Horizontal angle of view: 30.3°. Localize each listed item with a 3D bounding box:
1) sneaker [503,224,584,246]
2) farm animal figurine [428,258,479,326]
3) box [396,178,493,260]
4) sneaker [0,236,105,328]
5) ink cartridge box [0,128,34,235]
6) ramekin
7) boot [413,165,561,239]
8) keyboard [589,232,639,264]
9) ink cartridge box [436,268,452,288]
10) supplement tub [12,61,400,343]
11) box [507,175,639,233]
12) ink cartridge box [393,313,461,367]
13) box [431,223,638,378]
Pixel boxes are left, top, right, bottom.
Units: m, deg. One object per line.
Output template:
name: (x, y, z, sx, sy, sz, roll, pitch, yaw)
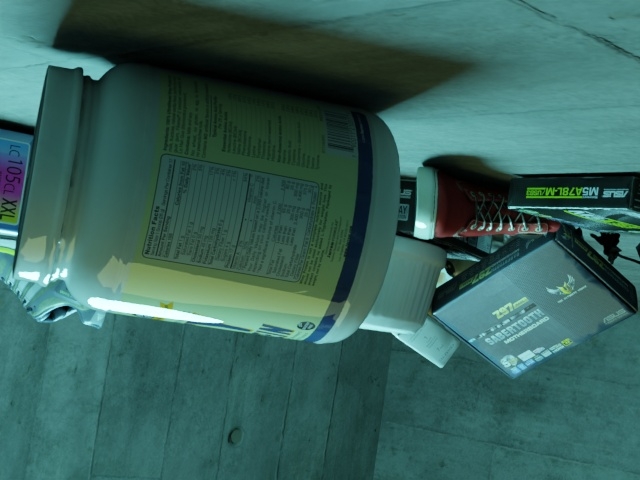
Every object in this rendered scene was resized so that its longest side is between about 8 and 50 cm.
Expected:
sneaker: (0.333, 0.006, 1.750, 0.094, 0.153, 0.235, -20, 126, 24)
farm animal figurine: (0.322, 0.068, 2.145, 0.326, 0.172, 0.330, -4, 177, -42)
box: (0.095, -0.033, 1.754, 0.242, 0.077, 0.307, 6, 174, 29)
sneaker: (-0.449, 0.064, 1.847, 0.299, 0.121, 0.111, 8, 176, 28)
ink cartridge box: (-0.352, -0.059, 1.786, 0.395, 0.151, 0.270, 12, 176, -28)
ramekin: (0.040, 0.057, 1.694, 0.272, 0.127, 0.273, 10, 174, 1)
boot: (0.208, -0.039, 1.461, 0.176, 0.088, 0.244, 7, -177, 13)
keyboard: (0.484, 0.035, 1.667, 0.201, 0.033, 0.317, 21, -167, 5)
ink cartridge box: (0.234, 0.105, 2.649, 0.384, 0.161, 0.279, 6, 175, 25)
supplement tub: (-0.111, -0.037, 1.116, 0.324, 0.236, 0.235, 10, 175, -15)
box: (0.353, -0.040, 1.409, 0.190, 0.045, 0.184, 12, 177, -39)
ink cartridge box: (0.077, 0.076, 2.043, 0.261, 0.066, 0.296, 38, -179, -40)
box: (0.302, 0.086, 1.682, 0.183, 0.059, 0.232, 39, 126, -23)
